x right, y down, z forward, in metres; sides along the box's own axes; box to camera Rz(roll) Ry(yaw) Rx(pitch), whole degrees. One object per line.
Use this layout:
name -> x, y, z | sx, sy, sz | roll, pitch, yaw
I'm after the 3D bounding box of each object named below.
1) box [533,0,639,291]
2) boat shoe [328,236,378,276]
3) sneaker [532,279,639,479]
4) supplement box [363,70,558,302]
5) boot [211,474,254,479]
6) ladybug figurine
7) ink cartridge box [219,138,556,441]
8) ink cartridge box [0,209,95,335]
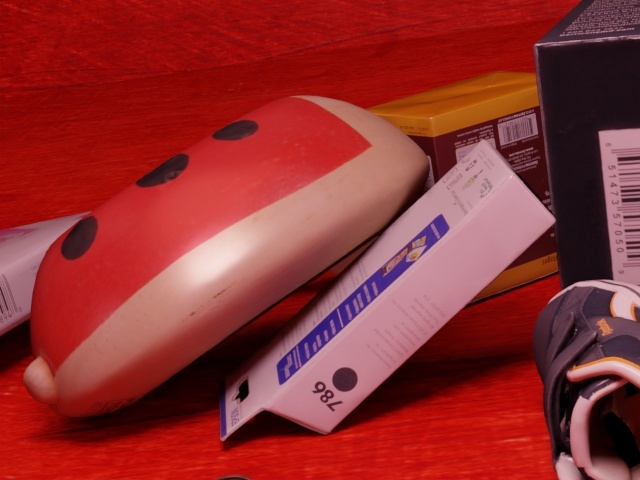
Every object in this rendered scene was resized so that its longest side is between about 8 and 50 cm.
box -> 0.347, -0.083, 1.622 | 0.212, 0.293, 0.395 | -3, 16, 19
boat shoe -> 0.000, 0.000, 1.907 | 0.184, 0.066, 0.063 | 11, 12, 7
sneaker -> 0.213, 0.111, 1.301 | 0.127, 0.126, 0.321 | -9, 15, -20
supplement box -> 0.164, -0.058, 1.830 | 0.191, 0.194, 0.129 | -18, 16, -30
boot -> -0.075, 0.212, 1.285 | 0.106, 0.037, 0.114 | -1, 21, 36
ladybug figurine -> -0.097, 0.001, 1.640 | 0.449, 0.162, 0.305 | -34, -1, -32
ink cartridge box -> 0.051, 0.057, 1.543 | 0.332, 0.065, 0.165 | -42, 13, 7
ink cartridge box -> -0.413, 0.064, 1.871 | 0.330, 0.071, 0.324 | -10, 14, 31
